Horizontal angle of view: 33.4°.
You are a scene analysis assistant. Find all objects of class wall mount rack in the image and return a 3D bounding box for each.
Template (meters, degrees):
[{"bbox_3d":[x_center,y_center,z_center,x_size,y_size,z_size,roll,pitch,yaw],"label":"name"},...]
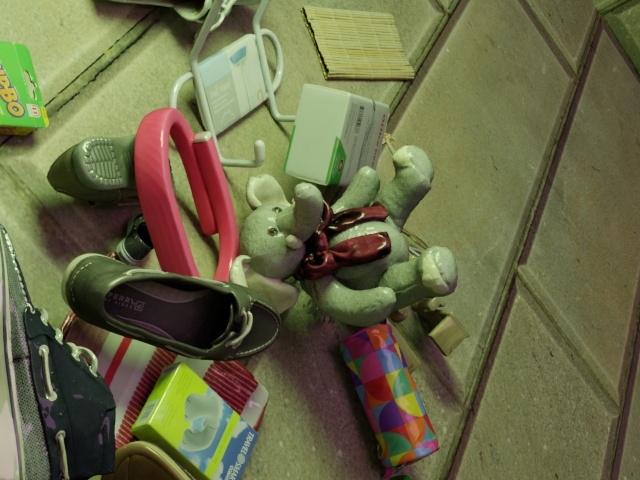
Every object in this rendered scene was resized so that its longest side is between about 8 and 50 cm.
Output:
[{"bbox_3d":[-0.107,-0.294,1.678,0.350,0.130,0.304,-47,132,-52],"label":"wall mount rack"}]

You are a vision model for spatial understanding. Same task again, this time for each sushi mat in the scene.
[{"bbox_3d":[0.081,-0.390,2.123,0.316,0.019,0.151,-11,78,-53],"label":"sushi mat"}]

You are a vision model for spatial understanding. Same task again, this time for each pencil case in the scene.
[{"bbox_3d":[0.106,0.252,1.703,0.104,0.104,0.236,-6,74,-52],"label":"pencil case"}]

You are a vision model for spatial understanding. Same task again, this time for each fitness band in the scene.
[{"bbox_3d":[-0.180,-0.043,1.480,0.209,0.054,0.291,-68,146,-63],"label":"fitness band"}]

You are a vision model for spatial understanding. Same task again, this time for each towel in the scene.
[{"bbox_3d":[-0.207,0.197,1.401,0.329,0.037,0.237,46,41,-24],"label":"towel"}]

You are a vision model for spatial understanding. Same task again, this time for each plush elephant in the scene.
[{"bbox_3d":[0.000,0.000,1.569,0.255,0.330,0.272,20,48,-29],"label":"plush elephant"}]

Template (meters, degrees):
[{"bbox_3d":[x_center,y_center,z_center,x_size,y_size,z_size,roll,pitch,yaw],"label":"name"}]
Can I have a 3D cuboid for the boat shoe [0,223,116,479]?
[{"bbox_3d":[-0.329,0.129,1.210,0.158,0.127,0.341,0,78,-42],"label":"boat shoe"}]

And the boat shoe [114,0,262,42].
[{"bbox_3d":[-0.192,-0.389,1.687,0.367,0.135,0.157,1,69,-48],"label":"boat shoe"}]

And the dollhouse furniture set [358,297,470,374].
[{"bbox_3d":[0.141,0.158,1.863,0.151,0.123,0.144,-43,106,-17],"label":"dollhouse furniture set"}]

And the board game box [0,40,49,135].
[{"bbox_3d":[-0.461,-0.195,1.322,0.259,0.039,0.124,-5,74,-49],"label":"board game box"}]

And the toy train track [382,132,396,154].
[{"bbox_3d":[0.140,-0.185,2.077,0.083,0.014,0.048,60,36,-7],"label":"toy train track"}]

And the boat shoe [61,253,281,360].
[{"bbox_3d":[-0.169,0.099,1.364,0.335,0.095,0.112,18,92,-39],"label":"boat shoe"}]

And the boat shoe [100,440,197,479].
[{"bbox_3d":[-0.145,0.383,1.322,0.342,0.123,0.123,52,9,-7],"label":"boat shoe"}]

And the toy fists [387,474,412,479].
[{"bbox_3d":[0.131,0.489,1.596,0.142,0.096,0.279,51,37,-20],"label":"toy fists"}]

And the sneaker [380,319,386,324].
[{"bbox_3d":[0.053,0.063,1.777,0.077,0.072,0.178,-10,52,-13],"label":"sneaker"}]

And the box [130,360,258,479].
[{"bbox_3d":[-0.152,0.254,1.378,0.178,0.042,0.109,47,42,-23],"label":"box"}]

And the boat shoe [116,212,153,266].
[{"bbox_3d":[-0.237,-0.007,1.446,0.049,0.040,0.142,49,17,-16],"label":"boat shoe"}]

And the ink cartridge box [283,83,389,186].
[{"bbox_3d":[0.031,-0.170,1.777,0.208,0.086,0.153,-1,105,-68],"label":"ink cartridge box"}]

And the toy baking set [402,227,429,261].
[{"bbox_3d":[0.138,0.012,1.886,0.196,0.030,0.256,42,14,-9],"label":"toy baking set"}]

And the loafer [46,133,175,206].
[{"bbox_3d":[-0.280,-0.094,1.443,0.251,0.087,0.094,7,70,-68],"label":"loafer"}]
